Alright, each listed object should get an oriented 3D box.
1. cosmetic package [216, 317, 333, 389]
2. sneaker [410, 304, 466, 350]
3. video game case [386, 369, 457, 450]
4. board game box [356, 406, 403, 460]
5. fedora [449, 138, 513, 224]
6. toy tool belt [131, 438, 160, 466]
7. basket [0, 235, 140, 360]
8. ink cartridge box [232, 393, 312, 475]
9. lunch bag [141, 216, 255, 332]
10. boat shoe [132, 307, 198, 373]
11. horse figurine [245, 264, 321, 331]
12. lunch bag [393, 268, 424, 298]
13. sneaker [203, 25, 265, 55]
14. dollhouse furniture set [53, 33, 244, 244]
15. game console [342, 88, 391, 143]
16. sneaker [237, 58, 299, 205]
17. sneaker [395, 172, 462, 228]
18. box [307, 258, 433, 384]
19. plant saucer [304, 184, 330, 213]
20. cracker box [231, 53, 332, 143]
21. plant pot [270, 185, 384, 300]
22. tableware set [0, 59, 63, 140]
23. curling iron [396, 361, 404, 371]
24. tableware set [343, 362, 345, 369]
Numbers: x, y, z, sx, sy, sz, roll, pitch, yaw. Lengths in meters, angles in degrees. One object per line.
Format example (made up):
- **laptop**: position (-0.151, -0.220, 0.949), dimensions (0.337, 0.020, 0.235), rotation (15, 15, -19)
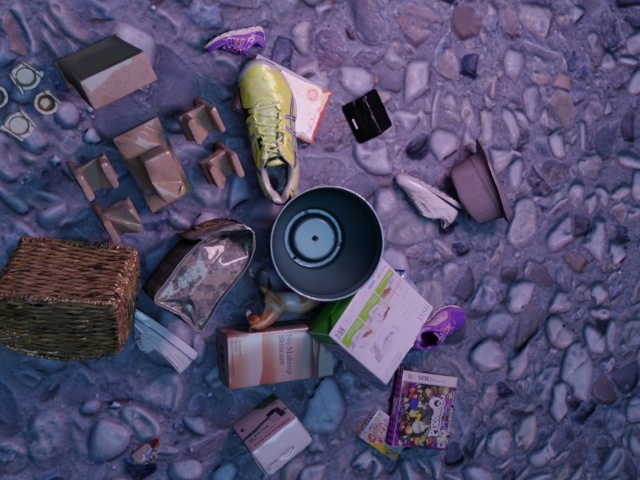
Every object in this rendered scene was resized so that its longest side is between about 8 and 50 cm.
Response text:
- **cosmetic package**: position (-0.125, 0.305, 1.776), dimensions (0.297, 0.129, 0.153), rotation (-5, 95, -22)
- **sneaker**: position (0.359, 0.278, 1.984), dimensions (0.237, 0.105, 0.095), rotation (-23, 102, -20)
- **video game case**: position (0.316, 0.524, 2.006), dimensions (0.210, 0.042, 0.231), rotation (13, 83, -25)
- **board game box**: position (0.198, 0.595, 1.990), dimensions (0.154, 0.026, 0.103), rotation (39, 80, -20)
- **fedora**: position (0.472, -0.156, 1.950), dimensions (0.124, 0.243, 0.275), rotation (-26, 116, 12)
- **toy tool belt**: position (-0.454, 0.564, 1.717), dimensions (0.083, 0.052, 0.051), rotation (-36, 138, -12)
- **basket**: position (-0.593, 0.143, 1.546), dimensions (0.300, 0.223, 0.213), rotation (4, 127, -4)
- **ink cartridge box**: position (-0.134, 0.520, 1.750), dimensions (0.153, 0.208, 0.086), rotation (-36, 107, -16)
- **lunch bag**: position (-0.297, 0.057, 1.624), dimensions (0.169, 0.235, 0.287), rotation (39, 80, -21)
- **boat shoe**: position (-0.433, 0.251, 1.665), dimensions (0.258, 0.095, 0.084), rotation (42, 75, -19)
- **horse figurine**: position (-0.090, 0.148, 1.767), dimensions (0.264, 0.066, 0.174), rotation (-2, 57, -30)
- **lunch bag**: position (0.212, 0.178, 1.919), dimensions (0.151, 0.096, 0.128), rotation (-45, 110, -22)
- **sneaker**: position (-0.221, -0.514, 1.693), dimensions (0.170, 0.068, 0.071), rotation (-19, 108, -20)
- **dollhouse furniture set**: position (-0.452, -0.266, 1.580), dimensions (0.362, 0.256, 0.394), rotation (-31, 127, -16)
- **game console**: position (0.137, -0.360, 1.881), dimensions (0.107, 0.071, 0.122), rotation (-24, 105, 13)
- **sneaker**: position (-0.115, -0.269, 1.653), dimensions (0.145, 0.147, 0.384), rotation (-14, 119, -1)
- **sneaker**: position (0.314, -0.121, 1.941), dimensions (0.235, 0.090, 0.094), rotation (29, 103, -17)
- **box**: position (0.142, 0.215, 1.757), dimensions (0.231, 0.127, 0.261), rotation (42, 68, -21)
- **plant saucer**: position (0.003, -0.100, 1.846), dimensions (0.120, 0.021, 0.119), rotation (-3, 97, -22)
- **cracker box**: position (-0.105, -0.378, 1.751), dimensions (0.232, 0.067, 0.155), rotation (23, 87, -23)
- **plant pot**: position (0.000, 0.000, 1.719), dimensions (0.293, 0.196, 0.292), rotation (-1, 95, -12)
- **tableware set**: position (-0.708, -0.331, 1.536), dimensions (0.169, 0.020, 0.141), rotation (-44, 109, -12)
- **curling iron**: position (0.165, 0.275, 1.916), dimensions (0.035, 0.068, 0.273), rotation (-34, 94, -18)
- **tableware set**: position (0.129, 0.320, 1.937), dimensions (0.154, 0.024, 0.103), rotation (-15, 100, -20)
